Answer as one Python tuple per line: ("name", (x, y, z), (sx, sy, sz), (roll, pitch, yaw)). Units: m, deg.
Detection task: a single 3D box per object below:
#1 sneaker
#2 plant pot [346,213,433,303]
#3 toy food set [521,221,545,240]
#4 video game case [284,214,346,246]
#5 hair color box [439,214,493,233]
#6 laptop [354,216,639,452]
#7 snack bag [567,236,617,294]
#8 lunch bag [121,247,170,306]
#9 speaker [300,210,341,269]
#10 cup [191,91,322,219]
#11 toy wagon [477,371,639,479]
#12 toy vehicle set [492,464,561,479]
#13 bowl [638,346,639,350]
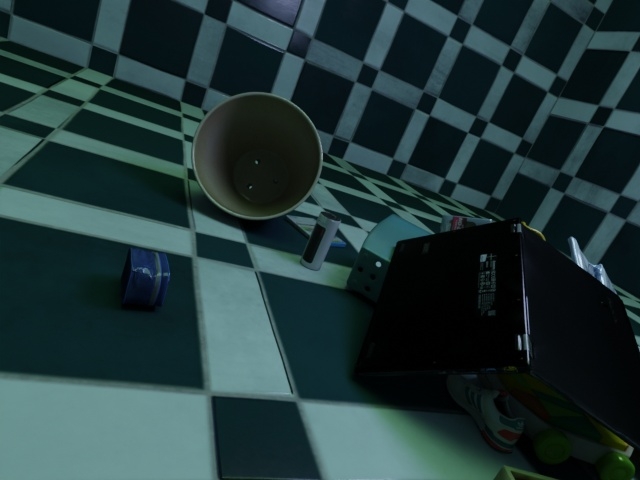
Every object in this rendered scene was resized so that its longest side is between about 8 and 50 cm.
("sneaker", (0.277, 0.265, 0.723), (0.057, 0.076, 0.161), (14, 20, -25))
("plant pot", (0.171, 0.057, 1.057), (0.165, 0.166, 0.234), (31, 24, 22))
("toy food set", (0.539, 0.062, 1.148), (0.071, 0.218, 0.128), (-15, -7, -18))
("video game case", (-0.016, -0.028, 1.294), (0.119, 0.015, 0.166), (5, 25, -45))
("hair color box", (0.395, 0.058, 1.127), (0.113, 0.186, 0.374), (10, -2, 28))
("laptop", (0.329, 0.160, 0.781), (0.407, 0.237, 0.382), (-12, 28, 29))
("snack bag", (0.683, 0.188, 1.032), (0.342, 0.037, 0.323), (40, 46, -31))
("lunch bag", (-0.267, 0.056, 0.671), (0.065, 0.067, 0.098), (13, 19, -30))
("speaker", (0.000, 0.000, 1.038), (0.055, 0.136, 0.055), (21, 19, -8))
("cup", (-0.171, -0.204, 1.206), (0.330, 0.332, 0.237), (22, -8, -4))
("toy wagon", (0.463, 0.318, 0.812), (0.343, 0.068, 0.267), (21, 19, -6))
("toy vehicle set", (0.368, 0.392, 0.542), (0.266, 0.035, 0.166), (19, 19, -11))
("bowl", (0.830, 0.316, 1.241), (0.169, 0.080, 0.170), (20, 19, -7))
